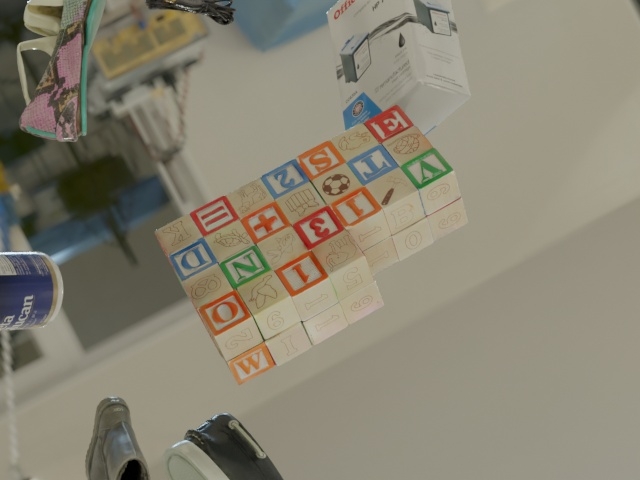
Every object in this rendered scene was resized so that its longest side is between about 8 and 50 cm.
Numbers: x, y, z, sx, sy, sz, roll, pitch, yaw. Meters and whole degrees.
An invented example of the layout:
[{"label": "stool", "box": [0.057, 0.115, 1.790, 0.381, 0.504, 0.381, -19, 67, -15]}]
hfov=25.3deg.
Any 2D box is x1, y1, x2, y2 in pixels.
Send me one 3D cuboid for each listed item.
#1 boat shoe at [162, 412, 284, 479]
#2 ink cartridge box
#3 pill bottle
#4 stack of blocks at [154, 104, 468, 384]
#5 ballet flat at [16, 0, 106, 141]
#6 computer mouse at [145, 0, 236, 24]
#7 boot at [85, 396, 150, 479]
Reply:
[{"label": "boat shoe", "box": [-0.039, 0.314, 1.527, 0.091, 0.302, 0.114, -36, 174, -34]}, {"label": "ink cartridge box", "box": [0.086, -0.213, 1.628, 0.082, 0.191, 0.139, 11, 146, -34]}, {"label": "pill bottle", "box": [-0.390, 0.060, 1.654, 0.094, 0.094, 0.169, -28, 163, 36]}, {"label": "stack of blocks", "box": [0.000, 0.000, 1.484, 0.297, 0.171, 0.087, -29, 138, -7]}, {"label": "ballet flat", "box": [-0.253, -0.192, 1.388, 0.079, 0.222, 0.077, 7, 147, -6]}, {"label": "computer mouse", "box": [-0.182, -0.298, 1.642, 0.106, 0.193, 0.042, 0, 121, -34]}, {"label": "boot", "box": [-0.291, 0.347, 2.086, 0.076, 0.190, 0.208, -8, -154, -20]}]
